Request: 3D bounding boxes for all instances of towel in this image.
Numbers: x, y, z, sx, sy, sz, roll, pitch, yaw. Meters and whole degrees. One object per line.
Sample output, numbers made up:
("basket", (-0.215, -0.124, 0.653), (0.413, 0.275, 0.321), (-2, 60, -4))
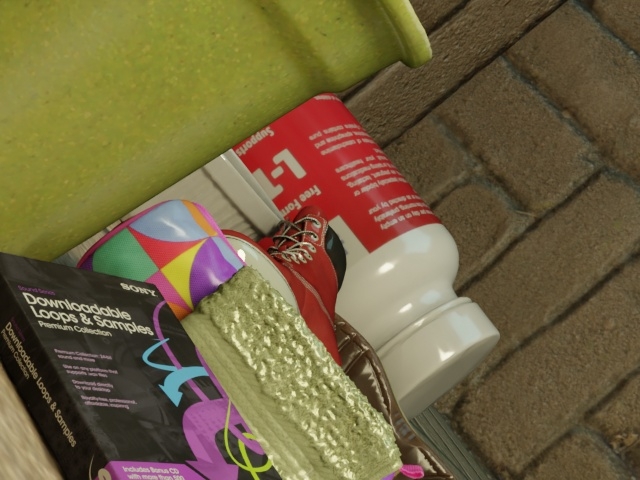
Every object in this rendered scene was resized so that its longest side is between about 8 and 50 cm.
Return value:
("towel", (-0.033, 0.097, 0.781), (0.148, 0.110, 0.027), (52, -13, 4))

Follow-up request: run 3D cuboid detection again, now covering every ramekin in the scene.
("ramekin", (-0.137, -0.061, 1.283), (0.207, 0.109, 0.207), (51, 2, -2))

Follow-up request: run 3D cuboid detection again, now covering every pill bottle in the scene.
("pill bottle", (0.000, 0.000, 1.490), (0.408, 0.229, 0.229), (51, 2, 17))

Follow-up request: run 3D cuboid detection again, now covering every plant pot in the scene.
("plant pot", (-0.122, -0.125, 0.750), (0.276, 0.254, 0.276), (50, 2, -3))

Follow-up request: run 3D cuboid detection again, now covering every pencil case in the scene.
("pencil case", (-0.049, 0.082, 0.845), (0.236, 0.104, 0.104), (50, 2, 2))

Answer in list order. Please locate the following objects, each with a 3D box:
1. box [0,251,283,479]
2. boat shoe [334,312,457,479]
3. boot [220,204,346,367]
("box", (-0.088, 0.074, 0.648), (0.116, 0.029, 0.162), (16, 28, -52))
("boat shoe", (0.038, 0.179, 1.325), (0.257, 0.095, 0.095), (57, -11, 10))
("boot", (-0.041, 0.018, 1.174), (0.244, 0.088, 0.176), (58, 33, -53))
